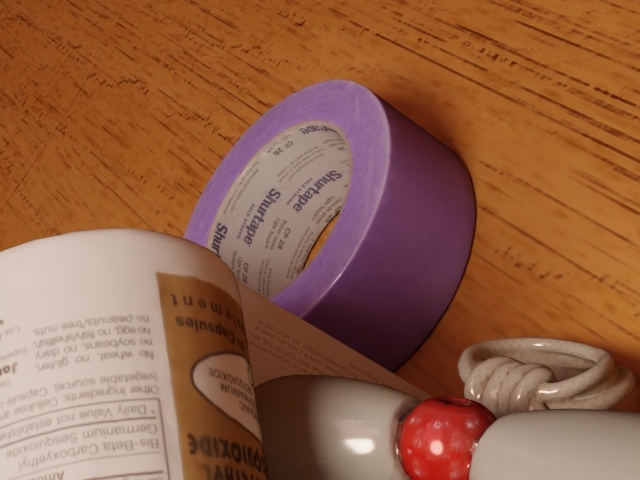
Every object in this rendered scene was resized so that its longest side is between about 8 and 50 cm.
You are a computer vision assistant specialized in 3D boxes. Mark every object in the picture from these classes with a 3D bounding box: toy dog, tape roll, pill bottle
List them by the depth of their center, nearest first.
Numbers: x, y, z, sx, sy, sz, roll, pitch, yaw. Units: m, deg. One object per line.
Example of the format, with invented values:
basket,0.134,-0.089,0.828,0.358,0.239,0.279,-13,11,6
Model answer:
pill bottle,-0.083,0.123,0.609,0.131,0.131,0.229,-30,58,35
toy dog,0.107,0.146,0.613,0.334,0.220,0.161,9,102,61
tape roll,0.000,0.000,0.930,0.189,0.080,0.189,-31,41,32

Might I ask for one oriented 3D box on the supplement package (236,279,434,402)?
supplement package,-0.074,0.196,0.779,0.177,0.175,0.293,-18,50,42
